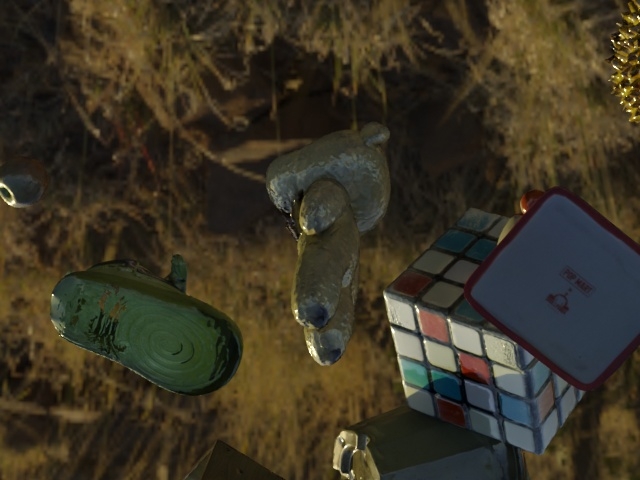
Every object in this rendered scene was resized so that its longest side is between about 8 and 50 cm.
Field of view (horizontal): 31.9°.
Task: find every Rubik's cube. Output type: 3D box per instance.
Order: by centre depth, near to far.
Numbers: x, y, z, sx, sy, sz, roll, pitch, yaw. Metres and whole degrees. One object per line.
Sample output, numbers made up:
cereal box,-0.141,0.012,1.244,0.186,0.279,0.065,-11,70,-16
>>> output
Rubik's cube,0.285,0.136,1.764,0.256,0.259,0.253,17,137,36

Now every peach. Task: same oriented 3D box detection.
peach,-0.468,-0.093,1.764,0.083,0.083,0.083,-2,152,-1

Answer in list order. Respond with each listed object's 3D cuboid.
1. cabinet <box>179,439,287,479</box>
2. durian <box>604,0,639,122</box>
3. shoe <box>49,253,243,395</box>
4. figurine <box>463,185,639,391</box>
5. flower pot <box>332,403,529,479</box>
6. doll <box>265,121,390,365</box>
cabinet,-0.081,0.364,1.219,0.215,0.148,0.175,33,129,-10
durian,0.506,-0.264,1.457,0.258,0.258,0.293,24,110,-40
shoe,-0.223,0.097,1.476,0.262,0.128,0.140,17,123,-2
figurine,0.266,0.029,1.261,0.183,0.226,0.160,39,101,-5
flower pot,0.172,0.373,1.884,0.259,0.290,0.290,-9,155,-24
doll,-0.001,-0.003,1.263,0.149,0.278,0.175,18,140,-12
